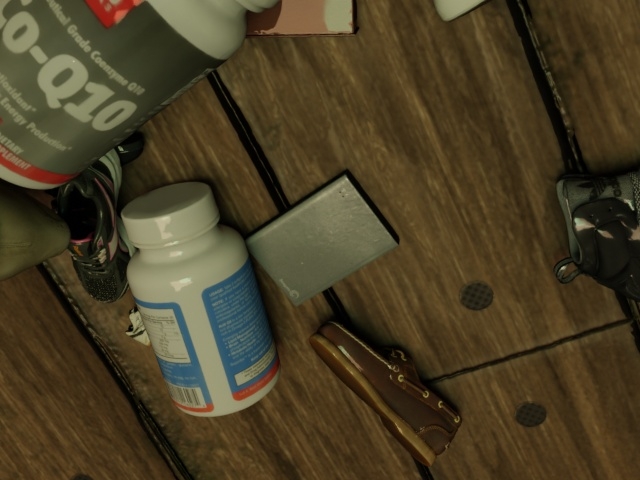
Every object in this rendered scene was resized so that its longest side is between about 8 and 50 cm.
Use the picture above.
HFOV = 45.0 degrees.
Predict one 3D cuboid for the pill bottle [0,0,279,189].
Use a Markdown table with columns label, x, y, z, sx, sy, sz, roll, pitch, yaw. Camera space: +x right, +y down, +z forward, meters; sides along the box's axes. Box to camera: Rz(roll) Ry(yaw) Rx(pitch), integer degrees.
| label | x | y | z | sx | sy | sz | roll | pitch | yaw |
| --- | --- | --- | --- | --- | --- | --- | --- | --- | --- |
| pill bottle | -0.162 | -0.179 | 0.612 | 0.283 | 0.161 | 0.161 | -33 | 107 | 18 |

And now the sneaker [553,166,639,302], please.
| label | x | y | z | sx | sy | sz | roll | pitch | yaw |
| --- | --- | --- | --- | --- | --- | --- | --- | --- | --- |
| sneaker | 0.302 | -0.055 | 0.688 | 0.153 | 0.101 | 0.268 | 11 | 119 | 0 |

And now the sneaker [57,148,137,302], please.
| label | x | y | z | sx | sy | sz | roll | pitch | yaw |
| --- | --- | --- | --- | --- | --- | --- | --- | --- | --- |
| sneaker | -0.230 | -0.005 | 0.760 | 0.072 | 0.077 | 0.178 | 0 | 125 | 4 |

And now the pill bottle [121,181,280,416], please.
| label | x | y | z | sx | sy | sz | roll | pitch | yaw |
| --- | --- | --- | --- | --- | --- | --- | --- | --- | --- |
| pill bottle | -0.124 | 0.058 | 0.792 | 0.124 | 0.124 | 0.221 | -8 | 114 | 12 |

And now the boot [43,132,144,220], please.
| label | x | y | z | sx | sy | sz | roll | pitch | yaw |
| --- | --- | --- | --- | --- | --- | --- | --- | --- | --- |
| boot | -0.227 | -0.056 | 0.796 | 0.121 | 0.045 | 0.099 | -5 | 116 | 13 |

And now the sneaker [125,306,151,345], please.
| label | x | y | z | sx | sy | sz | roll | pitch | yaw |
| --- | --- | --- | --- | --- | --- | --- | --- | --- | --- |
| sneaker | -0.196 | 0.081 | 0.864 | 0.037 | 0.032 | 0.083 | 23 | 116 | -3 |

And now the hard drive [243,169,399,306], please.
| label | x | y | z | sx | sy | sz | roll | pitch | yaw |
| --- | --- | --- | --- | --- | --- | --- | --- | --- | --- |
| hard drive | 0.000 | 0.000 | 0.803 | 0.135 | 0.022 | 0.094 | -32 | 108 | 21 |

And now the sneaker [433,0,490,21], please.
| label | x | y | z | sx | sy | sz | roll | pitch | yaw |
| --- | --- | --- | --- | --- | --- | --- | --- | --- | --- |
| sneaker | 0.185 | -0.299 | 0.599 | 0.290 | 0.106 | 0.123 | -40 | 94 | 15 |

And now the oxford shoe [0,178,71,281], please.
| label | x | y | z | sx | sy | sz | roll | pitch | yaw |
| --- | --- | --- | --- | --- | --- | --- | --- | --- | --- |
| oxford shoe | -0.386 | -0.025 | 0.750 | 0.348 | 0.130 | 0.122 | 20 | 103 | 33 |

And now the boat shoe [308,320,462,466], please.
| label | x | y | z | sx | sy | sz | roll | pitch | yaw |
| --- | --- | --- | --- | --- | --- | --- | --- | --- | --- |
| boat shoe | 0.074 | 0.155 | 0.848 | 0.073 | 0.073 | 0.207 | -47 | 109 | -14 |

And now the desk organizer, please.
| label | x | y | z | sx | sy | sz | roll | pitch | yaw |
| --- | --- | --- | --- | --- | --- | --- | --- | --- | --- |
| desk organizer | -0.032 | -0.210 | 0.693 | 0.130 | 0.047 | 0.050 | 1 | 113 | 7 |
